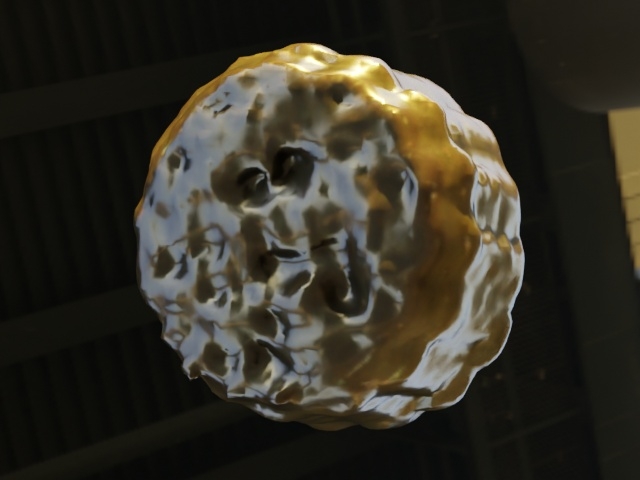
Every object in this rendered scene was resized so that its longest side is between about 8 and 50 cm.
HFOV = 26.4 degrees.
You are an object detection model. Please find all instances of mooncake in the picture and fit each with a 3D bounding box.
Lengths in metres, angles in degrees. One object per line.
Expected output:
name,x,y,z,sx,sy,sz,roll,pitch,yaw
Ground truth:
mooncake,0.000,0.000,0.791,0.124,0.228,0.228,10,-95,-57
